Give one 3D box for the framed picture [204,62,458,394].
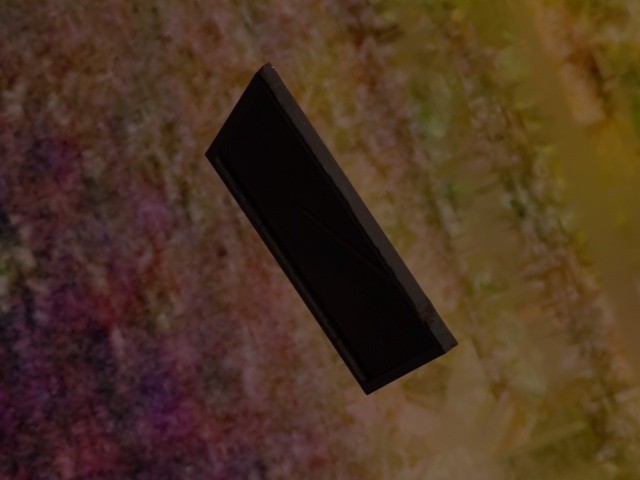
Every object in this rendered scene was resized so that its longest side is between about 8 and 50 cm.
[{"bbox_3d":[0.000,0.000,1.165,0.290,0.020,0.211,57,-23,5],"label":"framed picture"}]
